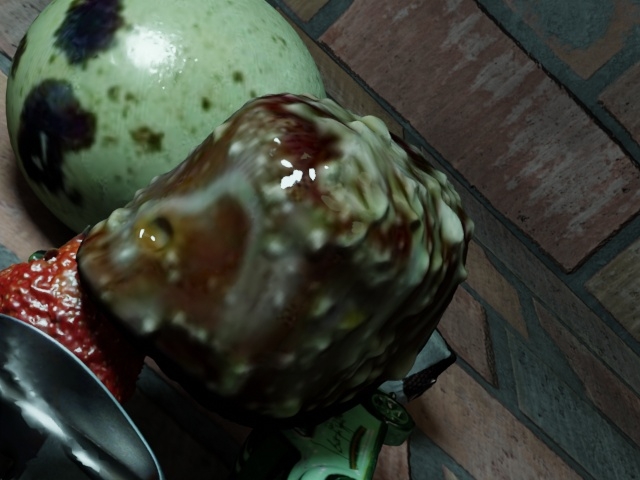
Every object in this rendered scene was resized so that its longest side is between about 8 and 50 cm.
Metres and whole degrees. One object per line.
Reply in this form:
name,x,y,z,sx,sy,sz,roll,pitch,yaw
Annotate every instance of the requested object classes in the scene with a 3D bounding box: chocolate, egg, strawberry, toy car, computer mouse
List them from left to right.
computer mouse,-0.175,0.144,0.727,0.233,0.137,0.096,48,22,9
strawberry,-0.194,0.072,0.871,0.131,0.131,0.148,36,23,-31
egg,-0.139,-0.122,1.136,0.288,0.287,0.379,50,16,10
toy car,-0.015,0.208,0.971,0.125,0.136,0.306,33,19,3
chocolate,0.000,0.000,0.908,0.340,0.210,0.225,9,42,-58

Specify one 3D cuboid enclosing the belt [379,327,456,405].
belt,0.037,0.058,1.353,0.289,0.164,0.184,51,10,13
